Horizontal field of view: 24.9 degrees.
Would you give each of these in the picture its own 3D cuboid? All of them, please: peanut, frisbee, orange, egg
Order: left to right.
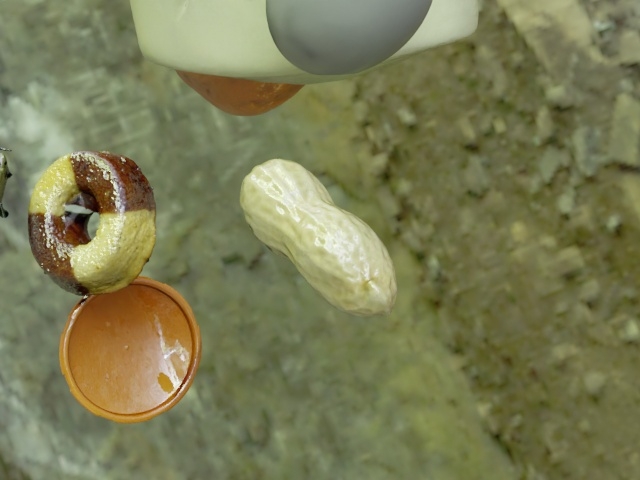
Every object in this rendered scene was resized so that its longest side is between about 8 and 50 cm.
[{"bbox_3d":[-0.247,0.141,1.874,0.035,0.192,0.192,3,115,64],"label":"frisbee"},{"bbox_3d":[-0.118,-0.324,2.202,0.261,0.261,0.261,159,90,-82],"label":"orange"},{"bbox_3d":[0.000,0.000,1.267,0.187,0.082,0.082,42,158,32],"label":"peanut"},{"bbox_3d":[0.029,-0.275,1.606,0.232,0.176,0.176,-46,60,44],"label":"egg"}]

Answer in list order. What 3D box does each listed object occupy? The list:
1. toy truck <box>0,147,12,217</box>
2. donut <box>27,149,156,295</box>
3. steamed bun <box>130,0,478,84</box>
[{"bbox_3d":[-0.429,-0.079,1.712,0.257,0.127,0.127,118,161,-71],"label":"toy truck"},{"bbox_3d":[-0.284,-0.027,1.757,0.073,0.166,0.184,36,-123,-70],"label":"donut"},{"bbox_3d":[-0.036,-0.380,1.852,0.290,0.456,0.371,-66,-29,-74],"label":"steamed bun"}]
